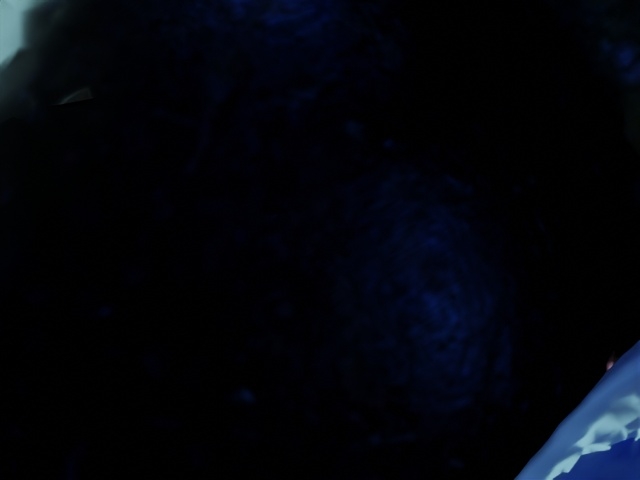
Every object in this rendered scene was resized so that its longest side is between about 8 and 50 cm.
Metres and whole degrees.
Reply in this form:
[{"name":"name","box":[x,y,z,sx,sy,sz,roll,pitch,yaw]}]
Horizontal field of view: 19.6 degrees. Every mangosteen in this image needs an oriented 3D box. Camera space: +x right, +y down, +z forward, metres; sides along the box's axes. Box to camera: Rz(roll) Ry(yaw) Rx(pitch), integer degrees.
[{"name":"mangosteen","box":[-0.012,0.004,0.682,0.330,0.330,0.330,-42,-26,-26]}]

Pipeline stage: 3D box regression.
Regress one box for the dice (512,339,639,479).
[{"name":"dice","box":[0.170,0.180,0.539,0.270,0.270,0.271,-58,-23,8]}]
